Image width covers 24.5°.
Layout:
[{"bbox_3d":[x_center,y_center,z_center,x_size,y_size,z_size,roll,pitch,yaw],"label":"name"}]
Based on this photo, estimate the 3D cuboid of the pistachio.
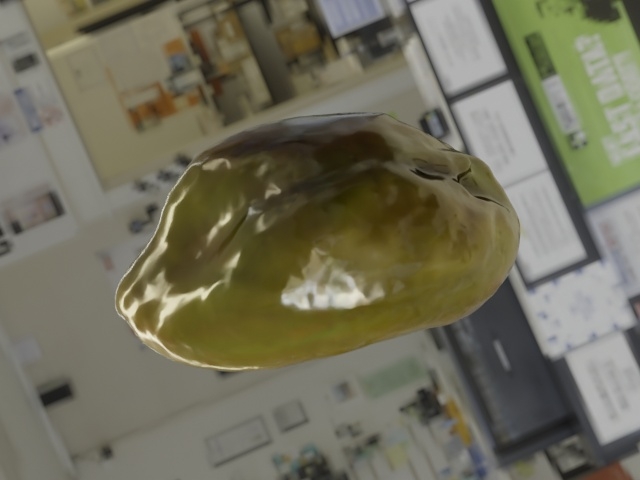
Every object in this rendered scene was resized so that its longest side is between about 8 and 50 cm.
[{"bbox_3d":[-0.001,0.002,0.658,0.110,0.189,0.100,-103,4,-66],"label":"pistachio"}]
